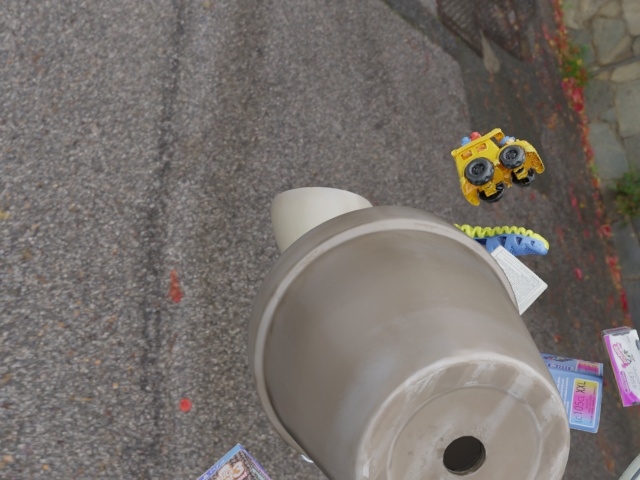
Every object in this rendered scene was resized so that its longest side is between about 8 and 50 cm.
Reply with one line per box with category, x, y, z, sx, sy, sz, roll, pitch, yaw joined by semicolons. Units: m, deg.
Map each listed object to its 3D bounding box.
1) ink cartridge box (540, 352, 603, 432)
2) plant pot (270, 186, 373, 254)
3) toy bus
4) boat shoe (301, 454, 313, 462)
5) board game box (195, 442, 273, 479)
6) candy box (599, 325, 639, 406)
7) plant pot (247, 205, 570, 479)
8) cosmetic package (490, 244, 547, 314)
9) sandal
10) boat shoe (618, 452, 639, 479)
ink cartridge box;0.557;0.389;1.765;0.270;0.396;0.151;6;89;-67
plant pot;0.000;0.000;1.748;0.284;0.284;0.190;23;63;-43
toy bus;0.483;-0.236;1.805;0.149;0.220;0.211;39;31;-50
boat shoe;0.079;0.339;1.322;0.118;0.103;0.320;49;42;6
board game box;-0.115;0.592;1.283;0.141;0.291;0.232;-40;112;-10
candy box;0.705;0.284;1.484;0.233;0.071;0.159;16;61;-68
plant pot;0.097;0.146;0.656;0.323;0.280;0.323;-3;104;-11
cosmetic package;0.362;0.167;1.484;0.296;0.129;0.153;-36;71;-26
sandal;0.505;0.030;1.878;0.126;0.318;0.138;26;70;-48
boat shoe;0.577;0.311;0.898;0.187;0.500;0.156;26;18;-47
